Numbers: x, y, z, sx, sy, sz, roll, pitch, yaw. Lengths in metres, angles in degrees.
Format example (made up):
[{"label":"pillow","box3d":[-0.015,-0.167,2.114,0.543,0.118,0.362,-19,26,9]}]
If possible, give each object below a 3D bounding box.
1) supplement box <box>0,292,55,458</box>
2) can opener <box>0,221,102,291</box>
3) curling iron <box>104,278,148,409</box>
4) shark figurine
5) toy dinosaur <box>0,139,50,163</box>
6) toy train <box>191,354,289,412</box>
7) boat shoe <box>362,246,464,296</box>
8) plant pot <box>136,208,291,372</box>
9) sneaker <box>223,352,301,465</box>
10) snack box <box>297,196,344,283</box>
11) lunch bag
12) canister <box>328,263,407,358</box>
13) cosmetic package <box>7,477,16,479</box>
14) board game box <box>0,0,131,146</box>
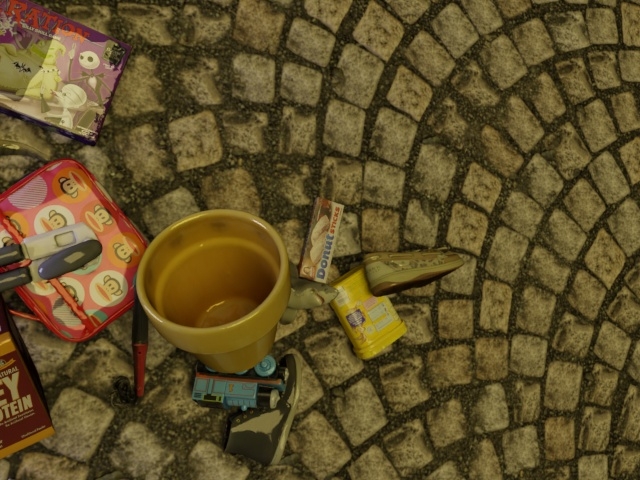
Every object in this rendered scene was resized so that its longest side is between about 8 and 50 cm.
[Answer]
[{"label":"supplement box","box3d":[-0.531,0.212,1.006,0.129,0.194,0.191,-23,120,-23]},{"label":"can opener","box3d":[-0.492,0.042,1.008,0.284,0.095,0.075,-18,97,-18]},{"label":"curling iron","box3d":[-0.336,0.192,1.143,0.068,0.035,0.273,-5,118,-45]},{"label":"shark figurine","box3d":[-0.101,0.061,1.301,0.278,0.166,0.116,29,48,0]},{"label":"toy dinosaur","box3d":[-0.622,-0.185,1.108,0.268,0.064,0.118,-7,103,-23]},{"label":"toy train","box3d":[-0.155,0.274,1.223,0.184,0.080,0.105,4,66,7]},{"label":"boat shoe","box3d":[0.210,0.051,1.387,0.285,0.105,0.089,-8,68,-45]},{"label":"plant pot","box3d":[-0.172,0.113,1.137,0.254,0.239,0.253,-2,51,3]},{"label":"sneaker","box3d":[-0.114,0.325,1.263,0.118,0.083,0.221,17,77,-16]},{"label":"snack box","box3d":[0.000,0.000,1.369,0.064,0.022,0.178,17,79,-21]},{"label":"lunch bag","box3d":[-0.459,0.028,1.132,0.258,0.120,0.293,-39,101,-16]},{"label":"canister","box3d":[0.095,0.149,1.370,0.126,0.073,0.169,-31,96,-22]},{"label":"cosmetic package","box3d":[-0.517,0.610,1.033,0.197,0.155,0.365,32,74,-18]},{"label":"board game box","box3d":[-0.548,-0.332,1.159,0.347,0.056,0.208,20,74,-20]}]
